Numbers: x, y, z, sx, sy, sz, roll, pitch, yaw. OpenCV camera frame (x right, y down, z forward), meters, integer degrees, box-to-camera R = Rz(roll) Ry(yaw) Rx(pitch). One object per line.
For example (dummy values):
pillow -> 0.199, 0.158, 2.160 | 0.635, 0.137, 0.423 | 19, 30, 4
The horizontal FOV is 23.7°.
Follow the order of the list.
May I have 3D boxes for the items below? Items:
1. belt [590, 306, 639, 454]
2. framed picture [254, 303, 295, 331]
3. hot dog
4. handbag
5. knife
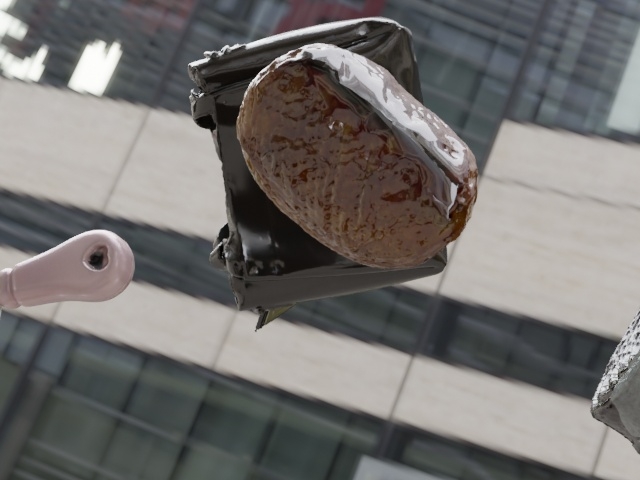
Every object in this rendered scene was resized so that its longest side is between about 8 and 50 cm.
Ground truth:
belt -> 0.350, 0.064, 1.261 | 0.164, 0.289, 0.184 | 32, -21, 4
framed picture -> 0.000, 0.000, 1.808 | 0.010, 0.195, 0.199 | 30, -58, 18
hot dog -> 0.036, -0.072, 1.347 | 0.227, 0.160, 0.099 | 45, -6, 12
handbag -> -0.004, -0.080, 1.602 | 0.257, 0.285, 0.113 | -13, 11, -20
knife -> -0.339, 0.071, 1.528 | 0.335, 0.081, 0.043 | -19, -25, 15
